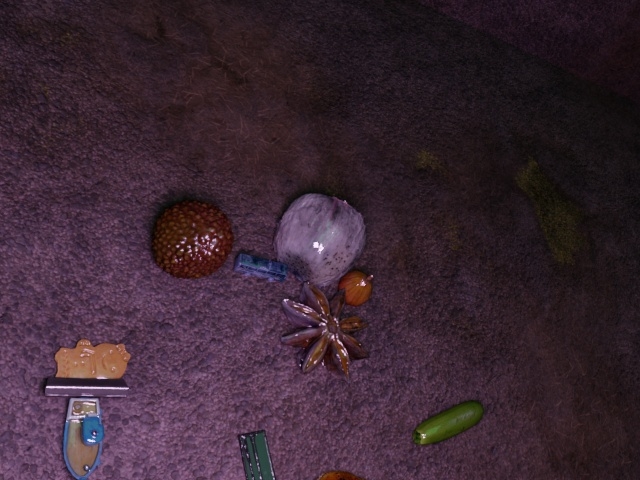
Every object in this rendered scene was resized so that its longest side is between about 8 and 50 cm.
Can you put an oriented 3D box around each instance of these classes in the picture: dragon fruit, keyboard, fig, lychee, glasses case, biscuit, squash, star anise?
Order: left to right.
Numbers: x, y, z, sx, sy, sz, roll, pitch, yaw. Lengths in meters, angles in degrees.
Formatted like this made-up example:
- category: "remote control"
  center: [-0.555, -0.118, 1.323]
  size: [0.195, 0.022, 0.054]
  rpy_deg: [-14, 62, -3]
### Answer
- category: "glasses case"
  center: [-0.569, 0.361, 1.614]
  size: [0.190, 0.072, 0.042]
  rpy_deg: [7, 86, -24]
- category: "biscuit"
  center: [-0.580, 0.318, 1.685]
  size: [0.184, 0.027, 0.134]
  rpy_deg: [12, 57, -23]
- category: "lychee"
  center: [-0.354, -0.001, 1.857]
  size: [0.235, 0.271, 0.236]
  rpy_deg: [-1, 92, -29]
- category: "keyboard"
  center: [-0.155, 0.631, 1.752]
  size: [0.087, 0.017, 0.251]
  rpy_deg: [-3, 64, -29]
- category: "dragon fruit"
  center: [0.000, 0.000, 2.071]
  size: [0.283, 0.204, 0.221]
  rpy_deg: [35, 48, -7]
- category: "star anise"
  center: [0.008, 0.274, 1.987]
  size: [0.331, 0.117, 0.332]
  rpy_deg: [20, 52, -29]
- category: "fig"
  center: [0.109, 0.144, 2.106]
  size: [0.119, 0.153, 0.119]
  rpy_deg: [-1, 68, 3]
- category: "squash"
  center: [0.407, 0.566, 2.064]
  size: [0.292, 0.082, 0.082]
  rpy_deg: [-13, 70, -34]

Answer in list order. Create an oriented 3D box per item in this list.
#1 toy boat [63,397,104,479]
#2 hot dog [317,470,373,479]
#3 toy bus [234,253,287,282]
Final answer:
- category: "toy boat"
  center: [-0.559, 0.464, 1.568]
  size: [0.088, 0.102, 0.215]
  rpy_deg: [6, 61, -24]
- category: "hot dog"
  center: [0.101, 0.721, 1.806]
  size: [0.270, 0.082, 0.163]
  rpy_deg: [19, 57, -20]
- category: "toy bus"
  center: [-0.179, 0.084, 2.017]
  size: [0.165, 0.065, 0.047]
  rpy_deg: [14, 58, -21]
